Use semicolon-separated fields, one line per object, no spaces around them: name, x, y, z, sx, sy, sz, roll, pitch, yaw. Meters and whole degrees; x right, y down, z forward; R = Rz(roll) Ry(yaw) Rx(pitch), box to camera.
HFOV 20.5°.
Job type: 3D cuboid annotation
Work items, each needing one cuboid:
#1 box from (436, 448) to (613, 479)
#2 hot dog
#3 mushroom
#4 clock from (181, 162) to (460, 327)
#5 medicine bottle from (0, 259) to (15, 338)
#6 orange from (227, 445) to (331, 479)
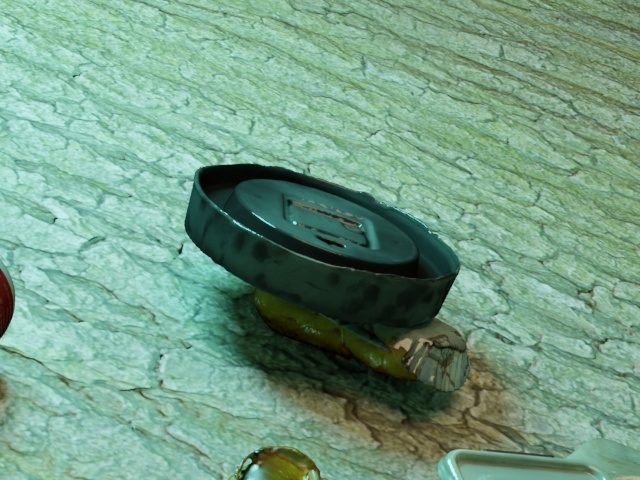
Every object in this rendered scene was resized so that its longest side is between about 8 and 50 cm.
box;0.204;0.339;1.608;0.193;0.167;0.294;7;30;-22
hot dog;0.048;0.099;2.045;0.270;0.082;0.162;27;19;23
mushroom;0.362;0.286;1.874;0.247;0.096;0.108;26;-16;30
clock;0.000;0.000;2.040;0.325;0.067;0.325;18;17;-6
medicine bottle;-0.388;0.096;1.698;0.131;0.131;0.250;21;27;1
orange;-0.024;0.275;1.636;0.160;0.112;0.170;6;51;-48
